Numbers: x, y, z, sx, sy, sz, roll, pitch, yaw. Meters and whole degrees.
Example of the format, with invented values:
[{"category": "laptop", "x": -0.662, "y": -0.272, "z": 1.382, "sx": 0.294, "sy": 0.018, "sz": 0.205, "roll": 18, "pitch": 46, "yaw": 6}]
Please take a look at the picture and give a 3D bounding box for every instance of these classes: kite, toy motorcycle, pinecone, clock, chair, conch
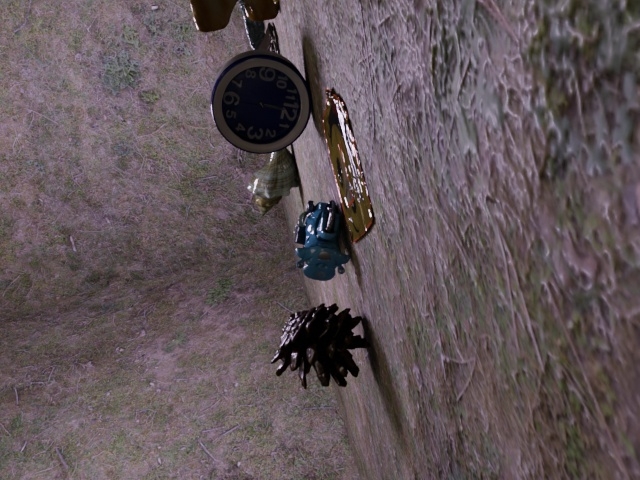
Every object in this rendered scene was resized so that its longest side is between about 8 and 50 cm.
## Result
[{"category": "kite", "x": 0.045, "y": -0.124, "z": 1.056, "sx": 0.377, "sy": 0.013, "sz": 0.327, "roll": -112, "pitch": 10, "yaw": -54}, {"category": "toy motorcycle", "x": 0.000, "y": 0.000, "z": 1.319, "sx": 0.272, "sy": 0.124, "sz": 0.182, "roll": -175, "pitch": 93, "yaw": -82}, {"category": "pinecone", "x": 0.005, "y": 0.246, "z": 1.288, "sx": 0.229, "sy": 0.201, "sz": 0.202, "roll": 118, "pitch": 173, "yaw": -54}, {"category": "clock", "x": -0.139, "y": -0.321, "z": 1.307, "sx": 0.083, "sy": 0.231, "sz": 0.230, "roll": -112, "pitch": 11, "yaw": -58}, {"category": "chair", "x": -0.172, "y": -0.579, "z": 1.818, "sx": 0.213, "sy": 0.149, "sz": 0.174, "roll": -47, "pitch": 38, "yaw": 30}, {"category": "conch", "x": -0.157, "y": -0.251, "z": 2.135, "sx": 0.386, "sy": 0.170, "sz": 0.203, "roll": -53, "pitch": 5, "yaw": 29}]

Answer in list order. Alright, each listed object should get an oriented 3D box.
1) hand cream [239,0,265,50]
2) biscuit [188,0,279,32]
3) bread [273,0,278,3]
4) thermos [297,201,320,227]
[{"category": "hand cream", "x": -0.231, "y": -0.759, "z": 2.067, "sx": 0.052, "sy": 0.075, "sz": 0.247, "roll": -119, "pitch": 13, "yaw": -53}, {"category": "biscuit", "x": -0.237, "y": -0.691, "z": 1.427, "sx": 0.062, "sy": 0.237, "sz": 0.290, "roll": -112, "pitch": 8, "yaw": -48}, {"category": "bread", "x": -0.136, "y": -0.669, "z": 1.353, "sx": 0.149, "sy": 0.065, "sz": 0.187, "roll": -106, "pitch": 2, "yaw": -79}, {"category": "thermos", "x": -0.017, "y": -0.055, "z": 1.583, "sx": 0.073, "sy": 0.083, "sz": 0.188, "roll": 56, "pitch": 174, "yaw": -4}]
